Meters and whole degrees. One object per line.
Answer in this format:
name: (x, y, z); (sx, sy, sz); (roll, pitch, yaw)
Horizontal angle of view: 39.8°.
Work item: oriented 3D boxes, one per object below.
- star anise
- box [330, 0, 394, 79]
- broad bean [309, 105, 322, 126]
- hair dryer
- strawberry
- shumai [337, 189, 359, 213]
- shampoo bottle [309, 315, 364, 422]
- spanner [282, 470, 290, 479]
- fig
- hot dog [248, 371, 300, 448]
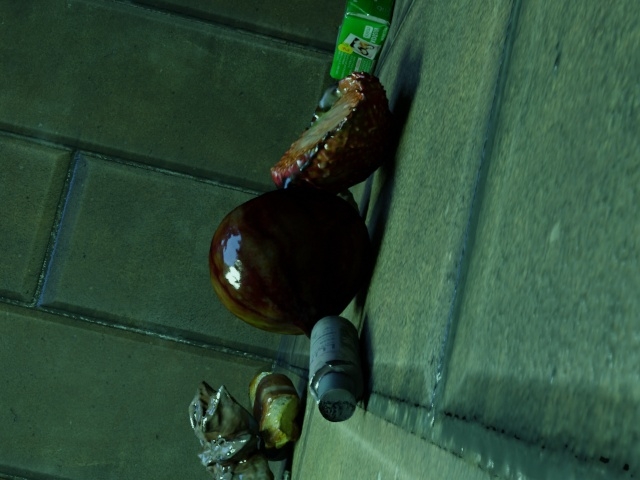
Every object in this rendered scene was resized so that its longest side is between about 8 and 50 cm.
star anise: (-0.184, 0.440, 1.815); (0.332, 0.117, 0.332); (57, 160, 34)
box: (0.097, -0.485, 1.994); (0.250, 0.102, 0.180); (107, 175, -64)
broad bean: (0.032, -0.204, 1.812); (0.156, 0.121, 0.229); (112, 174, -55)
hair dryer: (-0.138, 0.411, 1.950); (0.067, 0.199, 0.167); (-45, -24, -6)
strawberry: (0.035, -0.133, 1.329); (0.233, 0.137, 0.306); (-51, 13, 6)
shumai: (0.000, 0.000, 1.542); (0.175, 0.166, 0.206); (11, -87, -71)
shampoo bottle: (0.019, 0.156, 1.091); (0.214, 0.072, 0.072); (-90, 14, -75)
spanner: (-0.084, 0.559, 1.672); (0.054, 0.015, 0.255); (104, 177, -53)
fig: (-0.040, 0.034, 1.255); (0.214, 0.234, 0.235); (-104, 25, -54)
hot dog: (-0.084, 0.349, 1.830); (0.261, 0.093, 0.123); (-125, 42, -62)
